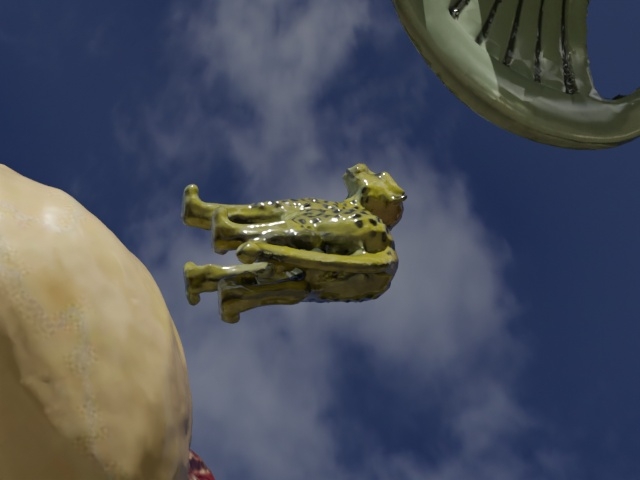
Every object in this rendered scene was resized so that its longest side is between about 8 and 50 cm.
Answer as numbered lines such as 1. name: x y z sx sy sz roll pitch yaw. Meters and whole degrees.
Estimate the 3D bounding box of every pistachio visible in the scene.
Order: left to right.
1. pistachio: -0.138 0.075 0.692 0.157 0.157 0.229 -25 -116 6

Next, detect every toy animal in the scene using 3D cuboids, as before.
1. toy animal: 0.000 0.000 0.824 0.136 0.181 0.073 -6 -85 -13

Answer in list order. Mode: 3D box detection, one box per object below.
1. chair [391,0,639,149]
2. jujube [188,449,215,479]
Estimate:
1. chair: 0.147 -0.200 0.860 0.203 0.275 0.190 32 -62 -14
2. jujube: -0.156 0.207 1.119 0.168 0.236 0.168 -4 -111 9
